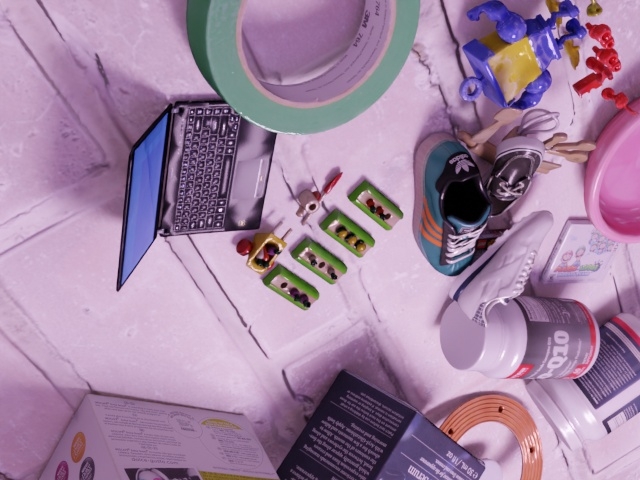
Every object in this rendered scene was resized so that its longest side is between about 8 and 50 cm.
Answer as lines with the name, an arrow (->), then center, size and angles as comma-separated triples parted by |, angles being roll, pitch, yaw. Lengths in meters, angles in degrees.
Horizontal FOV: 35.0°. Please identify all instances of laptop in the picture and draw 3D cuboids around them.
laptop -> -0.172, -0.069, 1.461 | 0.264, 0.136, 0.234 | -5, 128, -25

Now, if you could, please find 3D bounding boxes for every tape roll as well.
tape roll -> -0.019, -0.303, 1.372 | 0.321, 0.077, 0.321 | -15, 125, -23

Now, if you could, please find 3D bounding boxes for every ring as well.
ring -> 0.342, 0.491, 2.157 | 0.337, 0.032, 0.336 | -2, 95, -31

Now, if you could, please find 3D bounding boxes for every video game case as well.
video game case -> 0.520, 0.023, 1.989 | 0.157, 0.019, 0.143 | 0, 125, -28

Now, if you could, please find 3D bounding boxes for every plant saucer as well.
plant saucer -> 0.615, -0.149, 1.859 | 0.332, 0.084, 0.332 | -14, 130, -18

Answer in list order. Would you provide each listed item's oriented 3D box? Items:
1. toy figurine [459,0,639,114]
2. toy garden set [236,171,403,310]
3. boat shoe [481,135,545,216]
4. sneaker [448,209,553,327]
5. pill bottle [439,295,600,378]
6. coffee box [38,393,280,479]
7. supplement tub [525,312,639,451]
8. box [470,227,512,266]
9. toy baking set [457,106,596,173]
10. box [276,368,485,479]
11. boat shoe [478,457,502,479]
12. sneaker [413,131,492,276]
toy figurine -> 0.300, -0.285, 1.519 | 0.217, 0.191, 0.362 | -32, 133, 5
toy garden set -> 0.000, 0.000, 1.668 | 0.244, 0.049, 0.204 | -45, 133, 10
boat shoe -> 0.316, -0.101, 1.673 | 0.078, 0.070, 0.219 | 7, 159, -2
sneaker -> 0.338, 0.047, 1.800 | 0.235, 0.095, 0.090 | -48, 154, 10
pill bottle -> 0.380, 0.185, 1.944 | 0.283, 0.161, 0.161 | 5, 123, -31
coffee box -> -0.277, 0.507, 1.725 | 0.338, 0.334, 0.337 | 15, 116, -38
supplement tub -> 0.589, 0.296, 2.124 | 0.272, 0.191, 0.191 | -35, 134, 1
box -> 0.329, 0.023, 1.879 | 0.137, 0.027, 0.094 | -5, 126, -25
toy baking set -> 0.327, -0.166, 1.642 | 0.197, 0.030, 0.256 | -11, 156, 44
box -> 0.077, 0.497, 1.907 | 0.395, 0.212, 0.293 | -57, 134, -9
boat shoe -> 0.246, 0.528, 2.184 | 0.301, 0.102, 0.108 | -13, 97, -29
sneaker -> 0.226, -0.033, 1.714 | 0.108, 0.121, 0.302 | -24, 134, -11
